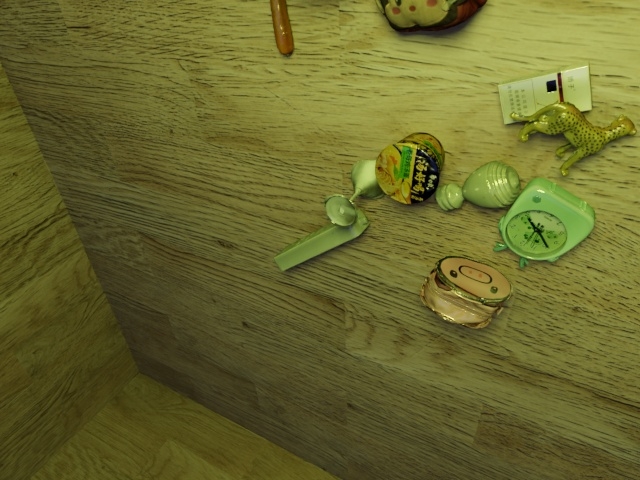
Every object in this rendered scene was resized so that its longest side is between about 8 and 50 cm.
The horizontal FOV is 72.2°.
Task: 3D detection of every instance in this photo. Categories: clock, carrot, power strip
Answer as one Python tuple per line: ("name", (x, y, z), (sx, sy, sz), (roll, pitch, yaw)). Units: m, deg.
("clock", (0.484, -0.027, 0.990), (0.159, 0.066, 0.211), (36, 136, 7))
("carrot", (-0.098, -0.557, 1.011), (0.043, 0.043, 0.248), (10, 125, 29))
("power strip", (0.000, 0.000, 1.326), (0.385, 0.091, 0.062), (-27, 102, 43))

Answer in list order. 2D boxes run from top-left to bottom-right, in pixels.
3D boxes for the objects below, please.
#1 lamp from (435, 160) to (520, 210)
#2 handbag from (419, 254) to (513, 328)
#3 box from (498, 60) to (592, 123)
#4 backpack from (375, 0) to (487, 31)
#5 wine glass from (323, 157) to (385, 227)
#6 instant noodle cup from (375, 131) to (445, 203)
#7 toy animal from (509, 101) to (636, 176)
("lamp", (0.356, -0.115, 0.995), (0.193, 0.106, 0.106), (-14, 114, 52))
("handbag", (0.365, 0.126, 1.114), (0.205, 0.179, 0.116), (24, 126, 16))
("box", (0.433, -0.282, 0.849), (0.154, 0.040, 0.084), (-2, 121, 36))
("backpack", (0.198, -0.496, 0.789), (0.229, 0.139, 0.229), (37, 148, 28))
("wine glass", (0.089, -0.118, 1.110), (0.122, 0.183, 0.122), (19, 130, 24))
("instant noodle cup", (0.218, -0.175, 1.023), (0.151, 0.122, 0.151), (18, 128, 24))
("toy animal", (0.467, -0.215, 0.822), (0.181, 0.073, 0.136), (32, 146, -13))
